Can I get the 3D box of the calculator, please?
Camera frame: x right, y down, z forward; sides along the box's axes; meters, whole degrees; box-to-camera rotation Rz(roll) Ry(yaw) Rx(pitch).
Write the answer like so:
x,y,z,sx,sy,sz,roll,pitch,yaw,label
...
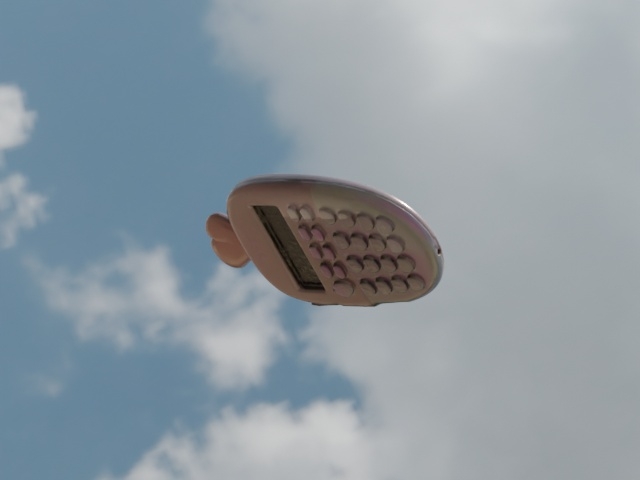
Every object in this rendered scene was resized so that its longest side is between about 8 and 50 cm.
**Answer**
x,y,z,sx,sy,sz,roll,pitch,yaw,label
0.000,0.000,1.148,0.166,0.024,0.103,3,-43,36,calculator
